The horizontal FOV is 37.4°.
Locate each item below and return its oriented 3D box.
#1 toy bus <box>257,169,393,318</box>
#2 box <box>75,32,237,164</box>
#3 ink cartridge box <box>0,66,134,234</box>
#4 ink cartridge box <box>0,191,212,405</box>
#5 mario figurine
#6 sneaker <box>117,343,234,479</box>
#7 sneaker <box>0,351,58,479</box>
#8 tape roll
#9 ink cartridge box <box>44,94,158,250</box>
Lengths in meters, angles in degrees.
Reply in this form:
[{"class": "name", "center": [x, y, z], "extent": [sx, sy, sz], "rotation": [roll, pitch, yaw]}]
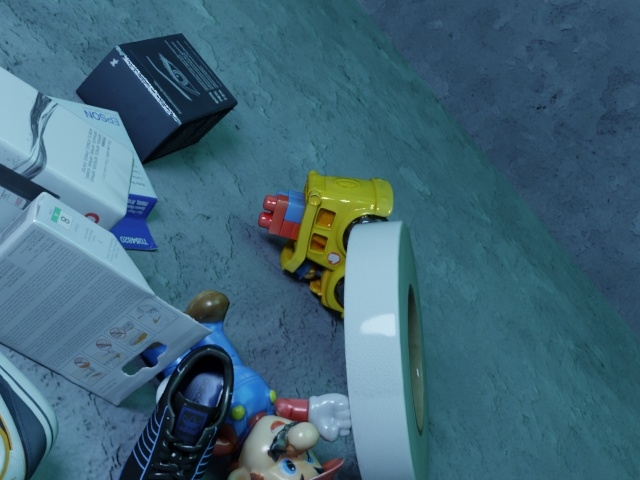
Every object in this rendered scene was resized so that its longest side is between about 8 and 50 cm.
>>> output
[{"class": "toy bus", "center": [0.000, 0.000, 1.518], "extent": [0.211, 0.220, 0.149], "rotation": [11, 24, -8]}, {"class": "box", "center": [-0.248, -0.223, 1.465], "extent": [0.153, 0.108, 0.207], "rotation": [51, 27, 1]}, {"class": "ink cartridge box", "center": [-0.363, -0.071, 0.994], "extent": [0.273, 0.197, 0.114], "rotation": [32, 33, -31]}, {"class": "ink cartridge box", "center": [-0.253, 0.069, 1.003], "extent": [0.224, 0.181, 0.056], "rotation": [35, 34, -29]}, {"class": "mario figurine", "center": [-0.073, 0.193, 1.118], "extent": [0.320, 0.198, 0.170], "rotation": [51, -15, 16]}, {"class": "sneaker", "center": [-0.151, 0.213, 0.970], "extent": [0.081, 0.090, 0.232], "rotation": [21, 69, -8]}, {"class": "sneaker", "center": [-0.372, 0.108, 0.830], "extent": [0.321, 0.126, 0.127], "rotation": [46, 21, -12]}, {"class": "tape roll", "center": [0.098, 0.167, 1.306], "extent": [0.392, 0.072, 0.392], "rotation": [-5, 90, -80]}, {"class": "ink cartridge box", "center": [-0.322, -0.095, 1.256], "extent": [0.223, 0.045, 0.224], "rotation": [6, 51, -55]}]
